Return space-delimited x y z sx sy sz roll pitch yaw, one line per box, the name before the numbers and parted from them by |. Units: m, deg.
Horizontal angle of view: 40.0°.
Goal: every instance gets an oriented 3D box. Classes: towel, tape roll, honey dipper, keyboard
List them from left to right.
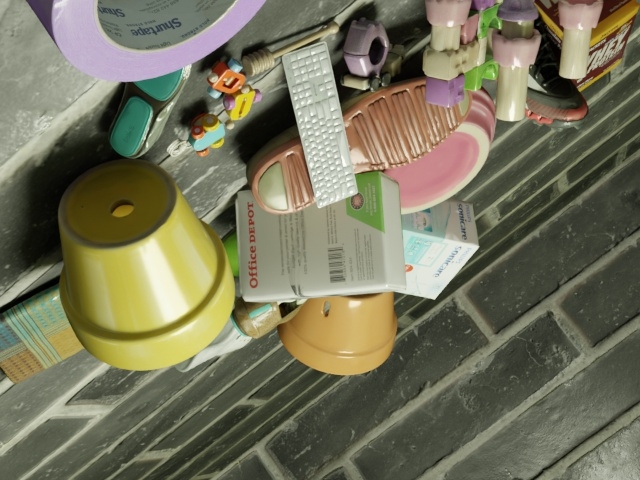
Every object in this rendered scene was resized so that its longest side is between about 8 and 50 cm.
towel | -0.400 0.113 1.541 0.370 0.040 0.271 -28 159 -17
tape roll | -0.165 -0.291 0.895 0.275 0.090 0.274 -32 162 -12
honey dipper | -0.038 -0.277 1.246 0.161 0.030 0.030 -30 161 -23
keyboard | 0.001 -0.172 1.342 0.072 0.014 0.255 -19 120 -9

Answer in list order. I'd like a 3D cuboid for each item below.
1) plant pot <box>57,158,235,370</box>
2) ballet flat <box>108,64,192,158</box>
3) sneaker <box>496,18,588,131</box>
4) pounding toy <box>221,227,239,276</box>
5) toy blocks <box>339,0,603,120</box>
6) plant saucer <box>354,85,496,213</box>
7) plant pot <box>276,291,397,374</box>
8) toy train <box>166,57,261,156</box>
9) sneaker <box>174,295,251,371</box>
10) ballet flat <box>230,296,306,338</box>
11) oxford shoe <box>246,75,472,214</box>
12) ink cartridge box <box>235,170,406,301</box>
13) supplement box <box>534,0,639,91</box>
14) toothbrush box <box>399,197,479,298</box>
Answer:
plant pot | -0.264 0.022 1.267 0.254 0.254 0.239 -30 146 -18
ballet flat | -0.210 -0.192 1.114 0.213 0.072 0.068 -51 -176 40
sneaker | 0.348 -0.301 1.483 0.098 0.276 0.135 -33 158 -22
pounding toy | -0.103 0.041 1.768 0.183 0.110 0.237 -39 161 9
toy blocks | 0.225 -0.359 1.297 0.289 0.309 0.260 -34 132 -44
plant saucer | 0.183 -0.157 1.630 0.332 0.084 0.332 -17 148 -11
plant pot | 0.052 0.142 2.075 0.291 0.291 0.203 -23 140 -35
toy train | -0.153 -0.190 1.231 0.166 0.046 0.125 -48 157 24
sneaker | -0.208 0.182 1.953 0.169 0.108 0.292 -20 165 -43
ballet flat | -0.079 0.112 1.863 0.124 0.116 0.342 -31 179 18
oxford shoe | 0.054 -0.185 1.448 0.397 0.146 0.140 -23 120 -7
ink cartridge box | 0.000 0.000 1.541 0.273 0.198 0.115 -6 172 22
supplement box | 0.431 -0.387 1.543 0.129 0.191 0.194 -35 160 -3
toothbrush box | 0.153 -0.003 1.867 0.296 0.126 0.216 12 141 -18
